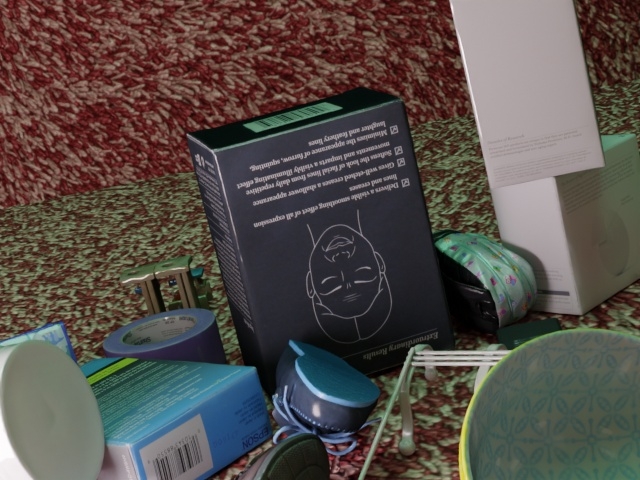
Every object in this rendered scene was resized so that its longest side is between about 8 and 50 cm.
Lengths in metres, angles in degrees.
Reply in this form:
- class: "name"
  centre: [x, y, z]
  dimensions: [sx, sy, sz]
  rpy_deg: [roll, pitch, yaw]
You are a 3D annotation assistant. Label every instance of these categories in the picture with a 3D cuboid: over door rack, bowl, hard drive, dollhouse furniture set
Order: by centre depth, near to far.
- class: "bowl"
  centre: [0.263, 0.246, 1.354]
  dimensions: [0.289, 0.289, 0.156]
  rpy_deg: [-19, -26, -21]
- class: "over door rack"
  centre: [0.167, 0.246, 1.634]
  dimensions: [0.240, 0.108, 0.324]
  rpy_deg: [-5, 31, 33]
- class: "hard drive"
  centre: [0.305, 0.149, 1.986]
  dimensions: [0.094, 0.022, 0.135]
  rpy_deg: [-12, 15, 6]
- class: "dollhouse furniture set"
  centre: [-0.277, 0.091, 2.491]
  dimensions: [0.129, 0.129, 0.183]
  rpy_deg: [-12, 16, 4]

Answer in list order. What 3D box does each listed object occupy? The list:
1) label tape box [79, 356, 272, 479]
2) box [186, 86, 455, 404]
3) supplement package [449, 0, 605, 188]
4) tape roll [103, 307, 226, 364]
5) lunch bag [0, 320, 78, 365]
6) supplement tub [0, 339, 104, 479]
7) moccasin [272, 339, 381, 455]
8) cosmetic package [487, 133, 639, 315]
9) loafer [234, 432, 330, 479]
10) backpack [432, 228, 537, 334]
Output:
- class: "label tape box"
  centre: [-0.279, 0.263, 1.914]
  dimensions: [0.348, 0.115, 0.249]
  rpy_deg: [-3, 18, 42]
- class: "box"
  centre: [0.000, 0.000, 2.071]
  dimensions: [0.294, 0.395, 0.212]
  rpy_deg: [-16, 14, -13]
- class: "supplement package"
  centre: [0.307, -0.251, 2.046]
  dimensions: [0.175, 0.293, 0.177]
  rpy_deg: [-12, 16, 11]
- class: "tape roll"
  centre: [-0.253, 0.181, 2.241]
  dimensions: [0.189, 0.080, 0.189]
  rpy_deg: [-13, 15, 3]
- class: "lunch bag"
  centre: [-0.441, 0.214, 2.147]
  dimensions: [0.129, 0.151, 0.096]
  rpy_deg: [-20, 17, -19]
- class: "supplement tub"
  centre: [-0.458, 0.265, 1.713]
  dimensions: [0.325, 0.235, 0.235]
  rpy_deg: [-21, 11, 23]
- class: "moccasin"
  centre: [0.003, 0.220, 1.819]
  dimensions: [0.138, 0.116, 0.342]
  rpy_deg: [21, 1, -4]
- class: "cosmetic package"
  centre: [0.400, -0.030, 2.165]
  dimensions: [0.224, 0.224, 0.138]
  rpy_deg: [-25, 19, -39]
- class: "loafer"
  centre: [-0.085, 0.313, 1.581]
  dimensions: [0.095, 0.109, 0.302]
  rpy_deg: [-10, 18, 27]
- class: "backpack"
  centre: [0.245, 0.064, 2.124]
  dimensions: [0.115, 0.152, 0.182]
  rpy_deg: [-33, 34, -18]
